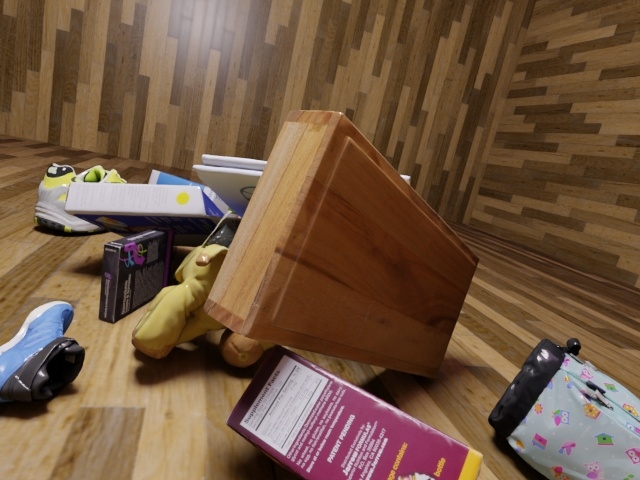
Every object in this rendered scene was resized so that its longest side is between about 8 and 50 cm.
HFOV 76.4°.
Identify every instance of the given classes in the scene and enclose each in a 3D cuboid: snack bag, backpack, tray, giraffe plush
[{"bbox_3d":[-0.002,-0.039,0.714,0.322,0.037,0.342,7,-19,16],"label":"snack bag"},{"bbox_3d":[0.298,0.220,0.454,0.182,0.152,0.115,36,28,32],"label":"backpack"},{"bbox_3d":[0.076,0.046,0.501,0.076,0.203,0.410,17,-8,40],"label":"tray"},{"bbox_3d":[-0.119,0.093,0.546,0.170,0.210,0.181,39,10,-16],"label":"giraffe plush"}]

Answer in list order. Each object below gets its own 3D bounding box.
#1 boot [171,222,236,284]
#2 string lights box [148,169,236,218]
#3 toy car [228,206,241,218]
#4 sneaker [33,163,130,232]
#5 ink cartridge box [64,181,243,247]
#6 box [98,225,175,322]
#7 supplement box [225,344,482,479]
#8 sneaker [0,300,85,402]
[{"bbox_3d":[-0.158,0.077,0.707,0.161,0.083,0.246,45,-34,-12],"label":"boot"},{"bbox_3d":[-0.390,-0.140,1.255,0.259,0.077,0.133,19,1,25],"label":"string lights box"},{"bbox_3d":[-0.201,-0.033,1.176,0.154,0.149,0.188,13,-17,-16],"label":"toy car"},{"bbox_3d":[-0.517,-0.108,1.035,0.145,0.147,0.384,14,9,14],"label":"sneaker"},{"bbox_3d":[-0.267,-0.038,0.813,0.306,0.072,0.304,1,-12,1],"label":"ink cartridge box"},{"bbox_3d":[-0.286,0.046,0.646,0.029,0.116,0.162,12,12,4],"label":"box"},{"bbox_3d":[0.027,0.179,0.345,0.188,0.081,0.104,19,-31,28],"label":"supplement box"},{"bbox_3d":[-0.289,0.118,0.443,0.084,0.058,0.152,6,17,-3],"label":"sneaker"}]
